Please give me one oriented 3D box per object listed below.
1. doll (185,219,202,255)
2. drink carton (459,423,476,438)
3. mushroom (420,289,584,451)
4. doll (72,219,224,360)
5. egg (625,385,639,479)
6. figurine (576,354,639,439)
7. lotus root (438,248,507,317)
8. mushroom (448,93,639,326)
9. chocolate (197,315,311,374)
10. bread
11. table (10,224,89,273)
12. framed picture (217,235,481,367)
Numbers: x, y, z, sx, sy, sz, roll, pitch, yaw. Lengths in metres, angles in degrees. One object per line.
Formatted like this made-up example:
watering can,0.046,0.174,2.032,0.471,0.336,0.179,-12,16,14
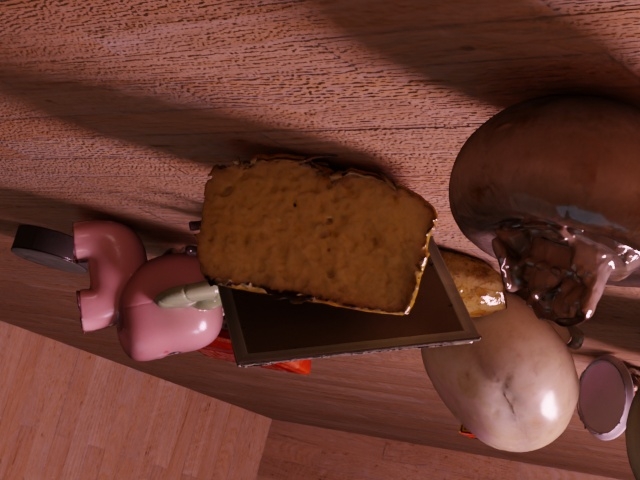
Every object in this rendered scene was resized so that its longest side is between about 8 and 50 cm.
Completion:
doll,-0.085,0.002,1.894,0.165,0.057,0.139,14,166,-18
drink carton,0.269,0.224,2.180,0.056,0.165,0.071,25,163,-39
mushroom,0.253,0.163,1.905,0.246,0.202,0.246,44,151,32
doll,-0.231,0.069,2.130,0.269,0.216,0.284,-5,178,-9
egg,0.530,0.264,1.850,0.259,0.258,0.352,10,168,21
figurine,0.485,0.244,2.172,0.154,0.132,0.132,6,173,-28
lotus root,0.109,0.050,1.783,0.259,0.097,0.110,10,164,4
mushroom,0.214,-0.021,1.154,0.227,0.178,0.226,11,158,5
chocolate,-0.155,0.148,2.491,0.237,0.108,0.235,9,167,31
bread,0.005,-0.002,1.542,0.261,0.160,0.147,6,172,14
table,-0.453,0.016,2.402,0.134,0.043,0.133,15,167,3
framed picture,0.023,0.065,1.604,0.274,0.017,0.217,-4,-145,-9
